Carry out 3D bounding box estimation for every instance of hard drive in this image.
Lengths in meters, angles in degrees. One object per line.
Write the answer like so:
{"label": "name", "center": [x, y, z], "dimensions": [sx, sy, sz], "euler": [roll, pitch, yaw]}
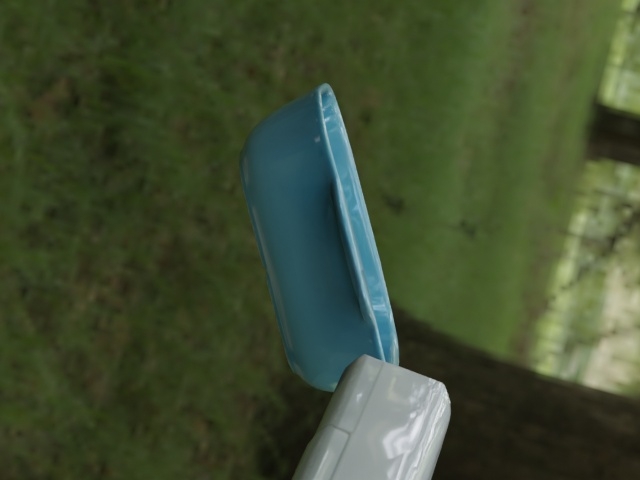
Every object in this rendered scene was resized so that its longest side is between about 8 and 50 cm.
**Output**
{"label": "hard drive", "center": [-0.039, 0.209, 0.570], "dimensions": [0.203, 0.040, 0.307], "euler": [101, 12, -51]}

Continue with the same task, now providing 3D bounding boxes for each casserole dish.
{"label": "casserole dish", "center": [0.000, 0.000, 0.729], "dimensions": [0.188, 0.037, 0.114], "euler": [-62, 138, -83]}
